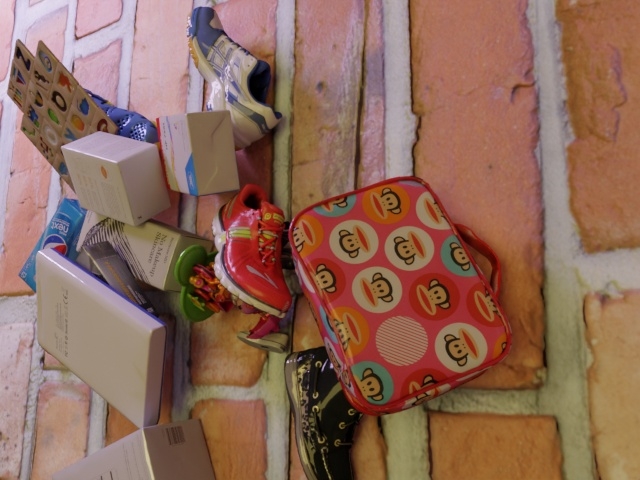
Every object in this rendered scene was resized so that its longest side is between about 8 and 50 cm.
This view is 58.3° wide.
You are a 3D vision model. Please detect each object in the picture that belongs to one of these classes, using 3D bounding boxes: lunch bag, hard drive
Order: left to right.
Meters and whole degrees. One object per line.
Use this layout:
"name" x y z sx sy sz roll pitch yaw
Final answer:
"hard drive" -0.398 0.170 1.018 0.318 0.040 0.210 26 117 28
"lunch bag" 0.114 0.060 0.769 0.258 0.120 0.293 -20 69 -8

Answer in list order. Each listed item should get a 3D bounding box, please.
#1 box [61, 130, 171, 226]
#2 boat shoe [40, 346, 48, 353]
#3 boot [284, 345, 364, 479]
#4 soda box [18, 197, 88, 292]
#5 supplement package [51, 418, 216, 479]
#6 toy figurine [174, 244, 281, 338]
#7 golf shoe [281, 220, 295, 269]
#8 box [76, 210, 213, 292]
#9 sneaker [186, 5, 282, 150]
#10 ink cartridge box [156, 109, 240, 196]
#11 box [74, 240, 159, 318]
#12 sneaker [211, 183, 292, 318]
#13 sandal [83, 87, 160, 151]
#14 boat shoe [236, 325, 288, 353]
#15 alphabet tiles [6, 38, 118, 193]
"box" -0.381 -0.118 1.073 0.170 0.091 0.130 17 127 31
"boat shoe" -0.542 0.195 1.227 0.043 0.049 0.137 41 103 -13
"boot" 0.052 0.250 0.827 0.178 0.085 0.237 -26 67 22
"soda box" -0.566 0.013 1.253 0.067 0.071 0.210 38 101 16
"supplement package" -0.323 0.420 0.988 0.244 0.139 0.134 -31 67 22
"toy figurine" -0.134 0.092 0.933 0.159 0.173 0.130 21 63 26
"golf shoe" 0.000 0.000 0.915 0.198 0.077 0.094 -2 79 30
"box" -0.345 0.011 1.112 0.275 0.094 0.113 16 90 33
"sneaker" -0.154 -0.316 1.068 0.130 0.112 0.297 -23 78 17
"ink cartridge box" -0.225 -0.155 1.009 0.231 0.077 0.134 15 114 59
"box" -0.414 0.142 1.086 0.183 0.056 0.231 51 126 13
"sneaker" -0.099 0.001 0.884 0.118 0.107 0.279 -50 39 18
"sandal" -0.460 -0.242 1.210 0.317 0.138 0.126 25 87 31
"boat shoe" -0.097 0.163 0.969 0.100 0.035 0.035 4 55 36
"alphabet tiles" -0.531 -0.233 1.193 0.343 0.011 0.285 49 137 1
